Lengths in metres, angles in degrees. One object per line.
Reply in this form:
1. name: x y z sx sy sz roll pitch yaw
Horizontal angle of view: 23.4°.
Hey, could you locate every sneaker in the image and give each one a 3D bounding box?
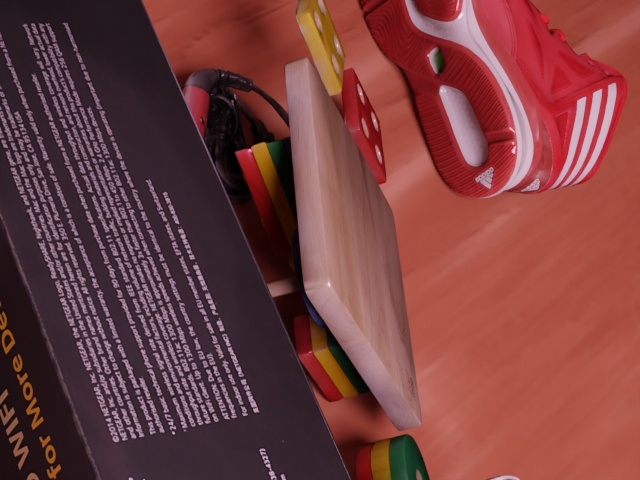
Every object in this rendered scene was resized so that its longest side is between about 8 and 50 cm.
1. sneaker: 0.105 -0.125 0.927 0.128 0.087 0.221 2 69 -42

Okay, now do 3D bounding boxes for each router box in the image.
1. router box: -0.125 0.027 0.536 0.081 0.243 0.309 -7 62 -37

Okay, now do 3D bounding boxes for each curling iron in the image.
1. curling iron: -0.064 0.017 0.727 0.068 0.035 0.274 28 47 -14

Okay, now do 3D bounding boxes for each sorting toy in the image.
1. sorting toy: 0.000 0.000 0.735 0.132 0.046 0.274 58 21 -50

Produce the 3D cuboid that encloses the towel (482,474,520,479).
1. towel: -0.004 0.122 0.613 0.113 0.152 0.023 -10 83 -39
